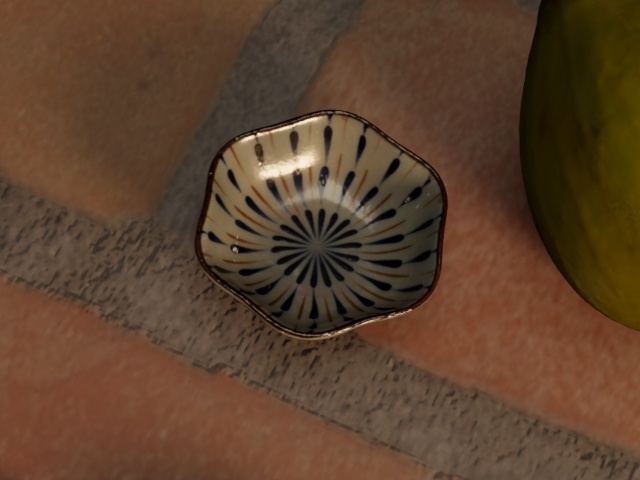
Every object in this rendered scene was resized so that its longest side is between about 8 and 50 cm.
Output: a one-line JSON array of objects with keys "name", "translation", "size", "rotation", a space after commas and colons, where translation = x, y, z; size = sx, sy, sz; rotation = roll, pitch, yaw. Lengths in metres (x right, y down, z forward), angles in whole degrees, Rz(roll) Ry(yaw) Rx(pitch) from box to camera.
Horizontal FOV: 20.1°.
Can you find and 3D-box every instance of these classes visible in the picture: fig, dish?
[{"name": "fig", "translation": [0.244, -0.072, 1.260], "size": [0.239, 0.239, 0.271], "rotation": [-45, 103, -20]}, {"name": "dish", "translation": [0.000, 0.000, 1.323], "size": [0.190, 0.066, 0.191], "rotation": [2, 62, -3]}]
